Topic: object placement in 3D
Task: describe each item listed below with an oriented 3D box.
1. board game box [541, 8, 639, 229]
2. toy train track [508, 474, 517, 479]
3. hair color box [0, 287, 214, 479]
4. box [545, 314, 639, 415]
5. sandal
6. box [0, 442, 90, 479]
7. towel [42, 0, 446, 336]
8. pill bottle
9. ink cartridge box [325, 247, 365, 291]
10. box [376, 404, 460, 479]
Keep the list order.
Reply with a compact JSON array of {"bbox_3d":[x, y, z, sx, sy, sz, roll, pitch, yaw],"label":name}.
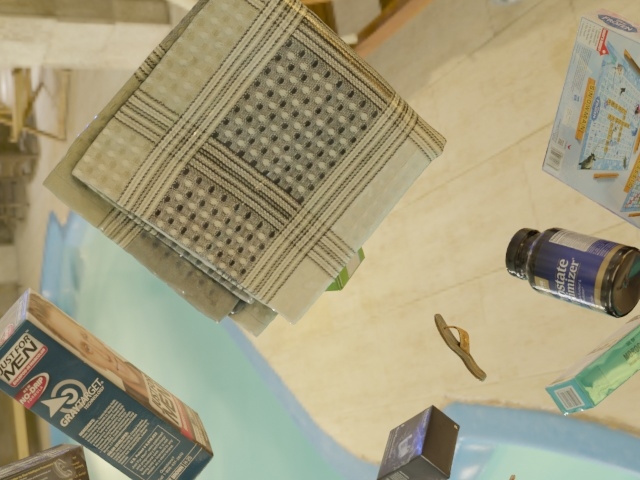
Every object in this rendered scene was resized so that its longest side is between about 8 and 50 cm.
[{"bbox_3d":[0.548,-0.184,1.472,0.318,0.065,0.319,40,141,35],"label":"board game box"},{"bbox_3d":[0.434,0.577,2.011,0.048,0.083,0.014,-25,105,48],"label":"toy train track"},{"bbox_3d":[-0.330,0.231,1.296,0.105,0.347,0.174,-49,21,-3],"label":"hair color box"},{"bbox_3d":[0.507,0.204,1.491,0.060,0.244,0.100,56,156,7],"label":"box"},{"bbox_3d":[0.311,0.227,1.893,0.049,0.072,0.180,-39,87,12],"label":"sandal"},{"bbox_3d":[-0.534,0.518,1.498,0.076,0.307,0.243,-7,96,42],"label":"box"},{"bbox_3d":[-0.072,-0.076,0.915,0.324,0.312,0.056,-47,26,9],"label":"towel"},{"bbox_3d":[0.434,0.046,1.494,0.219,0.122,0.123,19,111,46],"label":"pill bottle"},{"bbox_3d":[0.000,0.000,1.773,0.188,0.255,0.097,-5,117,30],"label":"ink cartridge box"},{"bbox_3d":[0.223,0.485,1.978,0.158,0.093,0.156,-41,15,37],"label":"box"}]
